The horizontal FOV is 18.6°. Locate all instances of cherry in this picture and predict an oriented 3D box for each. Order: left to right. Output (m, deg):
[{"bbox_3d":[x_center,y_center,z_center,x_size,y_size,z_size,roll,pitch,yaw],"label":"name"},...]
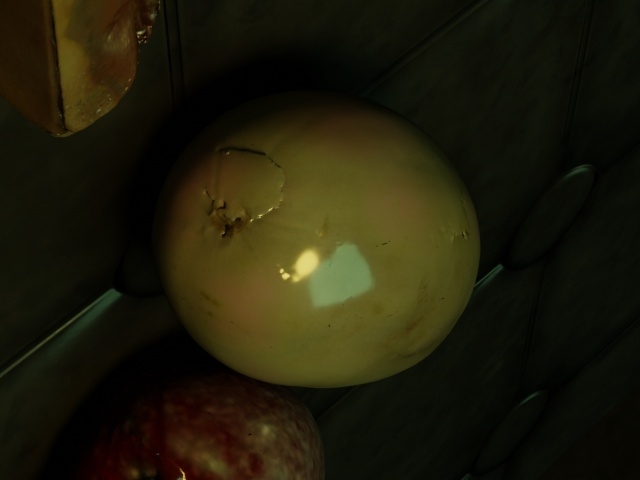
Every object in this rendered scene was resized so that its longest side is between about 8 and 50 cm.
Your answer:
[{"bbox_3d":[-0.101,0.206,1.616,0.230,0.203,0.300,-61,163,9],"label":"cherry"}]

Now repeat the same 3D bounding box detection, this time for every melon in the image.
[{"bbox_3d":[0.000,0.000,1.460,0.223,0.223,0.317,-54,157,12],"label":"melon"}]

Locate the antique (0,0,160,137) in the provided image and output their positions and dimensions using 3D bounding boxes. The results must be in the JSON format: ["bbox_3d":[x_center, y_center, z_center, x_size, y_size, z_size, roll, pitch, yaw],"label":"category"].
[{"bbox_3d":[-0.145,-0.192,1.077,0.093,0.087,0.310,-38,154,-28],"label":"antique"}]
